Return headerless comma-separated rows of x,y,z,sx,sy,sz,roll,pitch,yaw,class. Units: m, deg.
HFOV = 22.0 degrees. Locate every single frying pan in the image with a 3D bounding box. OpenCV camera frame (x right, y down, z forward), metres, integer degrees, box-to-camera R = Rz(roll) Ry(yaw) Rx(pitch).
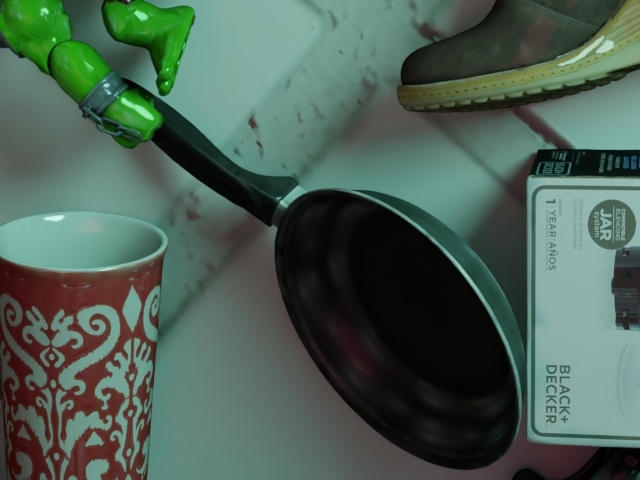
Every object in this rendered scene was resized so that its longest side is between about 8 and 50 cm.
0.004,0.024,1.029,0.326,0.053,0.197,29,141,35,frying pan

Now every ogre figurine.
-0.128,-0.165,0.996,0.118,0.097,0.197,17,114,-3,ogre figurine

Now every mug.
-0.162,0.072,1.071,0.113,0.150,0.169,-6,110,-24,mug

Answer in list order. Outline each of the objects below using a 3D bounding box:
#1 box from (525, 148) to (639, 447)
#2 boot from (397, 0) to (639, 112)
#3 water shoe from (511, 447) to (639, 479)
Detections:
0.268,0.035,0.968,0.290,0.087,0.169,0,104,12,box
0.142,-0.193,0.955,0.248,0.090,0.207,-16,88,16,boot
0.209,0.150,1.016,0.203,0.073,0.080,-24,96,15,water shoe
